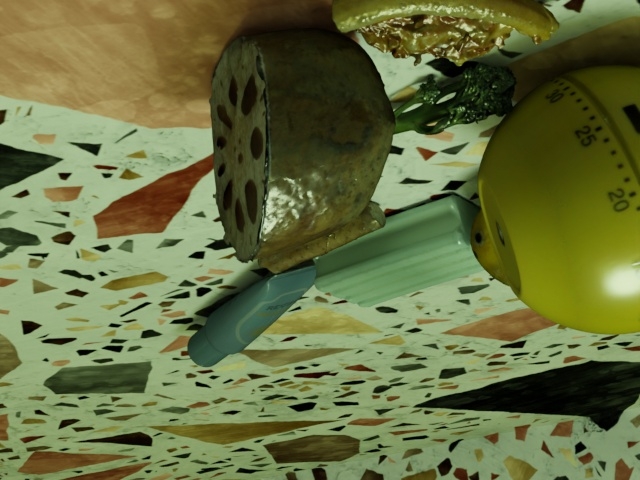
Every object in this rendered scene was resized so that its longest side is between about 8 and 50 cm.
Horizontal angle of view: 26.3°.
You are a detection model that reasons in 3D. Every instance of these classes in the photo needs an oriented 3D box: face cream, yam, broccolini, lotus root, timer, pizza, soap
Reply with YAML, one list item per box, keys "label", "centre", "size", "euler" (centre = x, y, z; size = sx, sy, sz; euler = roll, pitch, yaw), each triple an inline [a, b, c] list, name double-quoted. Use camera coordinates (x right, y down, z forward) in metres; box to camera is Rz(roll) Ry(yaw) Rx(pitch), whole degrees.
- label: "face cream"
  centre: [-0.118, 0.123, 2.374]
  size: [0.135, 0.086, 0.385]
  euler: [-13, 163, -38]
- label: "yam"
  centre: [0.000, 0.000, 2.130]
  size: [0.241, 0.057, 0.057]
  euler: [-22, 154, 34]
- label: "broccolini"
  centre: [0.063, -0.152, 1.762]
  size: [0.392, 0.074, 0.079]
  euler: [-15, -161, 22]
- label: "lotus root"
  centre: [-0.023, -0.115, 1.577]
  size: [0.192, 0.272, 0.272]
  euler: [-10, 161, -22]
- label: "timer"
  centre: [0.402, -0.067, 1.714]
  size: [0.387, 0.376, 0.376]
  euler: [-20, 159, -3]
- label: "pizza"
  centre: [0.137, -0.244, 1.538]
  size: [0.271, 0.056, 0.134]
  euler: [5, 147, -28]
- label: "soap"
  centre: [0.136, 0.021, 2.180]
  size: [0.265, 0.087, 0.160]
  euler: [-20, 155, 28]

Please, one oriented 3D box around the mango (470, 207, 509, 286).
- label: "mango"
  centre: [0.342, -0.014, 2.081]
  size: [0.176, 0.175, 0.329]
  euler: [18, -169, 22]
